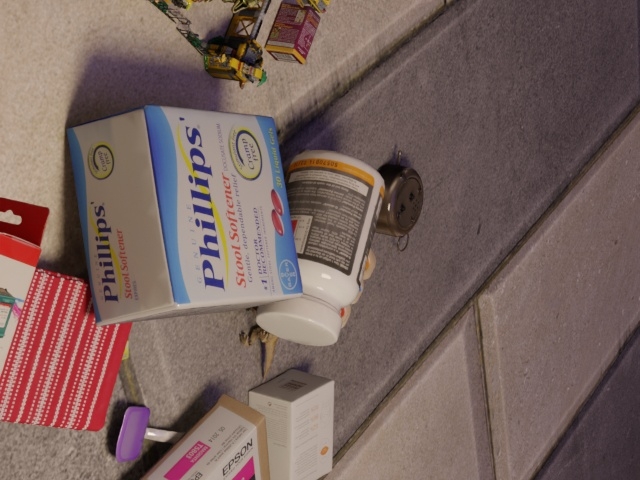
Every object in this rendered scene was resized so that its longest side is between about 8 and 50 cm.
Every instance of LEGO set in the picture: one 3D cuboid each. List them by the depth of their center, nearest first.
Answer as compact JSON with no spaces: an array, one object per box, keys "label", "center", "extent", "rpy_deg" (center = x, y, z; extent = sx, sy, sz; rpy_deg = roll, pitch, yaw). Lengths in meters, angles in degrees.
[{"label":"LEGO set","center":[-0.096,-0.362,1.871],"extent":[0.255,0.192,0.331],"rpy_deg":[-64,146,-21]}]

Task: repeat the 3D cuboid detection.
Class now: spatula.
[{"label":"spatula","center":[-0.223,0.298,2.047],"extent":[0.296,0.030,0.084],"rpy_deg":[19,85,-58]}]

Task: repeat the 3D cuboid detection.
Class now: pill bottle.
[{"label":"pill bottle","center":[-0.004,0.012,2.108],"extent":[0.162,0.162,0.278],"rpy_deg":[47,52,-53]}]

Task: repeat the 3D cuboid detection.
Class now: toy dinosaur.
[{"label":"toy dinosaur","center":[-0.084,0.148,2.196],"extent":[0.092,0.053,0.183],"rpy_deg":[-10,109,-58]}]

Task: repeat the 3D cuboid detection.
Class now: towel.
[{"label":"towel","center":[-0.352,0.138,1.729],"extent":[0.275,0.031,0.199],"rpy_deg":[19,85,-52]}]

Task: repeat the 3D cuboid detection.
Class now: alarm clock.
[{"label":"alarm clock","center":[0.143,-0.057,2.480],"extent":[0.129,0.064,0.192],"rpy_deg":[-49,141,-38]}]

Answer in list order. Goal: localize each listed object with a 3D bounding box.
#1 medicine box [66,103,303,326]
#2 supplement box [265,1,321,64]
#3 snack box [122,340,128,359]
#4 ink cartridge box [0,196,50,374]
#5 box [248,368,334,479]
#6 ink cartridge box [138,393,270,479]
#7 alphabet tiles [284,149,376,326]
[{"label":"medicine box","center":[-0.178,-0.033,1.821],"extent":[0.289,0.149,0.263],"rpy_deg":[-2,82,-58]},{"label":"supplement box","center":[-0.043,-0.322,2.099],"extent":[0.043,0.055,0.083],"rpy_deg":[38,69,-57]},{"label":"snack box","center":[-0.320,0.125,1.828],"extent":[0.141,0.037,0.100],"rpy_deg":[-18,113,-53]},{"label":"ink cartridge box","center":[-0.413,0.053,1.566],"extent":[0.078,0.134,0.231],"rpy_deg":[28,76,-57]},{"label":"box","center":[-0.049,0.321,2.271],"extent":[0.130,0.091,0.170],"rpy_deg":[-20,117,-54]},{"label":"ink cartridge box","center":[-0.178,0.383,2.057],"extent":[0.234,0.088,0.193],"rpy_deg":[-43,146,-37]},{"label":"alphabet tiles","center":[0.000,0.000,2.265],"extent":[0.278,0.021,0.284],"rpy_deg":[57,47,-35]}]
